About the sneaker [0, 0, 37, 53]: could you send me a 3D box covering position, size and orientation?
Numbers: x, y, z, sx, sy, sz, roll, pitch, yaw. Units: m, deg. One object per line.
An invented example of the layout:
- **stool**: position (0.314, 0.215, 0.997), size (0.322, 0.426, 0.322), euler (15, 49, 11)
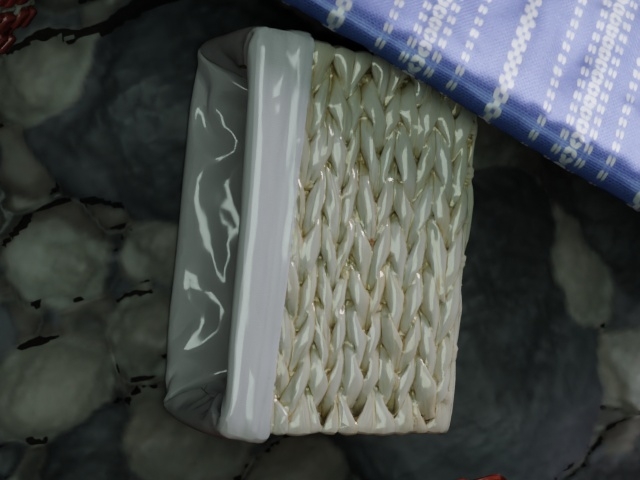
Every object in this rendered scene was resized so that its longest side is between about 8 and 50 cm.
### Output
- **sneaker**: position (-0.145, -0.147, 0.811), size (0.092, 0.088, 0.225), euler (35, 81, 8)

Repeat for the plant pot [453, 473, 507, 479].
- **plant pot**: position (-0.002, 0.232, 0.768), size (0.267, 0.267, 0.236), euler (-15, 82, -15)

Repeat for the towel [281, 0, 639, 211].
- **towel**: position (0.121, -0.126, 0.847), size (0.336, 0.040, 0.243), euler (29, 55, -12)

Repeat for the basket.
- **basket**: position (0.000, 0.000, 0.827), size (0.103, 0.113, 0.167), euler (5, 89, -17)
